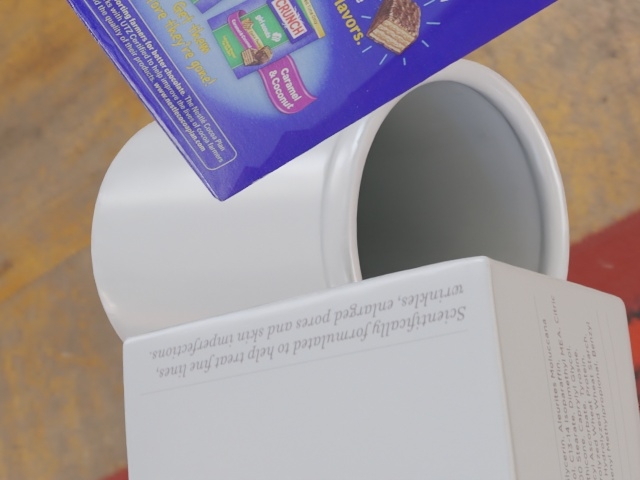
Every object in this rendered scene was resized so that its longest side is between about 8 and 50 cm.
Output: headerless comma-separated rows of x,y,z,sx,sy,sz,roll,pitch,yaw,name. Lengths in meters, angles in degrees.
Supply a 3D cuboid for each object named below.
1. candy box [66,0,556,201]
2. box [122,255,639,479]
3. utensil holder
0.002,-0.212,0.950,0.317,0.268,0.122,-29,44,5,candy box
0.028,0.116,0.640,0.181,0.119,0.182,-14,74,32,box
0.000,0.000,1.618,0.385,0.327,0.328,-3,83,44,utensil holder
